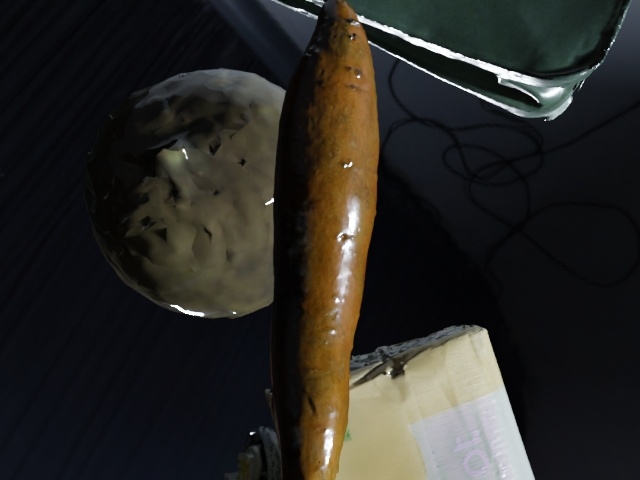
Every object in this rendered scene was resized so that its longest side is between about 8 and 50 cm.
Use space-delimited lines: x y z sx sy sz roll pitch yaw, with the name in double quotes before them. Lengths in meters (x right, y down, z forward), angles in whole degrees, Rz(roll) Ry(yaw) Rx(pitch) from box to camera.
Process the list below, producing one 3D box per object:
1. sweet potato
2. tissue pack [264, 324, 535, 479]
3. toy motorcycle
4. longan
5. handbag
"sweet potato" 0.001 0.000 0.416 0.057 0.265 0.057 3 171 0
"tissue pack" 0.072 0.191 0.629 0.090 0.186 0.222 148 106 -73
"toy motorcycle" -0.054 0.280 0.729 0.074 0.151 0.229 4 120 -28
"longan" -0.164 -0.073 1.295 0.391 0.391 0.391 17 144 12
"handbag" 0.110 -0.246 0.598 0.260 0.248 0.079 25 178 9
